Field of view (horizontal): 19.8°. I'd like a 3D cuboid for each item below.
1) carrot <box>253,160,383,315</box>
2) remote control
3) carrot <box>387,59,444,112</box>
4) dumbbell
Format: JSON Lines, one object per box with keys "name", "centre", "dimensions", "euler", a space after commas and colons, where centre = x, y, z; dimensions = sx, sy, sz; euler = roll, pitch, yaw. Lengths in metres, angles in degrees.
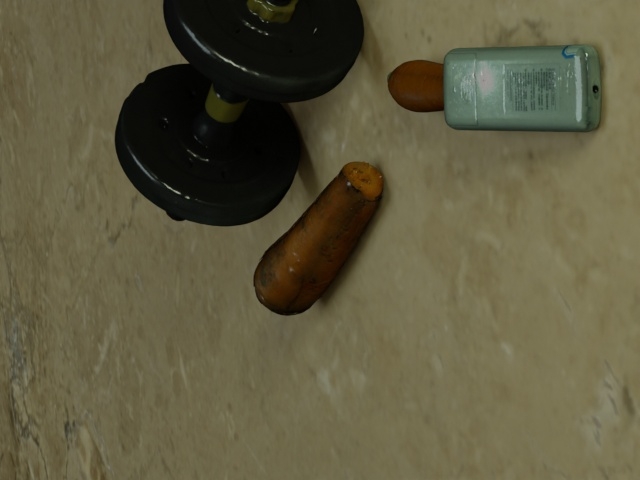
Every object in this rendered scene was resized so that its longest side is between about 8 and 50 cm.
{"name": "carrot", "centre": [0.000, 0.000, 1.350], "dimensions": [0.161, 0.055, 0.055], "euler": [-50, 51, 46]}
{"name": "remote control", "centre": [0.119, -0.091, 1.101], "dimensions": [0.124, 0.018, 0.053], "euler": [4, 99, 51]}
{"name": "carrot", "centre": [0.083, -0.096, 1.182], "dimensions": [0.142, 0.035, 0.035], "euler": [18, 112, 56]}
{"name": "dumbbell", "centre": [-0.062, -0.115, 1.341], "dimensions": [0.143, 0.143, 0.325], "euler": [68, 149, 29]}
